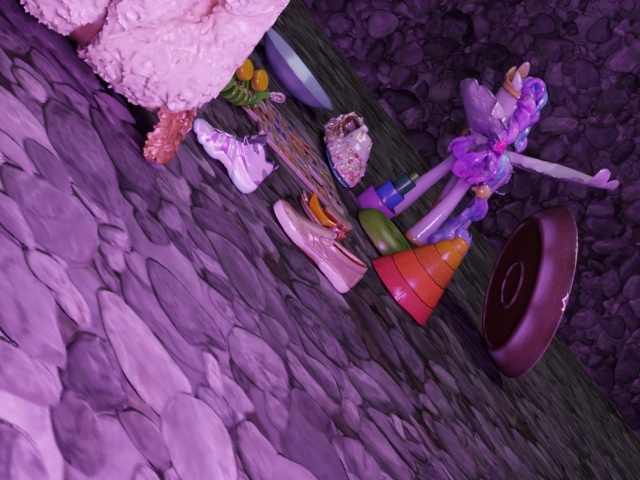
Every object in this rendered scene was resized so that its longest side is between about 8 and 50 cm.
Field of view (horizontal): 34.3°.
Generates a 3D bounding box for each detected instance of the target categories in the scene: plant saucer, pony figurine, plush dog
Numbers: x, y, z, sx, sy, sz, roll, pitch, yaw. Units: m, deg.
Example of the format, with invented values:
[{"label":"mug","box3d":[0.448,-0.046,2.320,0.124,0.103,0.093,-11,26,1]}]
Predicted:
[{"label":"plant saucer","box3d":[-0.051,-0.304,1.881,0.195,0.037,0.195,50,12,-15]},{"label":"pony figurine","box3d":[0.282,-0.136,1.758,0.302,0.363,0.351,36,9,-19]},{"label":"plant saucer","box3d":[0.348,0.081,1.783,0.050,0.311,0.311,18,19,-8]},{"label":"plush dog","box3d":[-0.176,-0.209,0.897,0.225,0.211,0.262,33,-10,-20]}]

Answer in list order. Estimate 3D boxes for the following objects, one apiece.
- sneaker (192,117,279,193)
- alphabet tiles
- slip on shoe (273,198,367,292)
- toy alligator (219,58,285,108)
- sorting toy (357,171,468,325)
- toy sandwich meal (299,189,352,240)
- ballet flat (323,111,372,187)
[{"label":"sneaker","box3d":[-0.084,-0.106,1.103,0.098,0.069,0.038,49,12,-18]},{"label":"alphabet tiles","box3d":[-0.047,-0.142,1.501,0.237,0.009,0.198,47,13,-28]},{"label":"slip on shoe","box3d":[0.000,0.000,1.183,0.135,0.041,0.051,50,12,-13]},{"label":"toy alligator","box3d":[-0.098,-0.197,1.367,0.189,0.056,0.051,28,67,-60]},{"label":"sorting toy","box3d":[0.144,-0.017,1.584,0.127,0.126,0.366,47,14,-24]},{"label":"toy sandwich meal","box3d":[0.007,-0.035,1.341,0.085,0.029,0.085,50,12,-15]},{"label":"ballet flat","box3d":[0.049,-0.168,1.774,0.091,0.077,0.241,49,13,-23]}]
